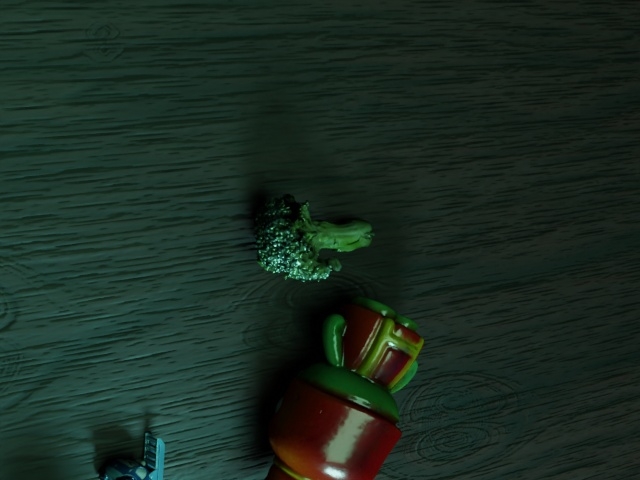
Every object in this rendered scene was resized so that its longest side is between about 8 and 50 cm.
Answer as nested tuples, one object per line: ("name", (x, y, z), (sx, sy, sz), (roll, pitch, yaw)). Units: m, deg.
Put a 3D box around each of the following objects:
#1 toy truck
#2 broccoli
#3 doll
("toy truck", (-0.238, 0.301, 1.463), (0.090, 0.056, 0.073), (-51, 129, -25))
("broccoli", (-0.001, -0.002, 1.492), (0.204, 0.122, 0.118), (-3, 84, -47))
("doll", (0.021, 0.258, 1.542), (0.182, 0.160, 0.363), (34, 86, -42))
